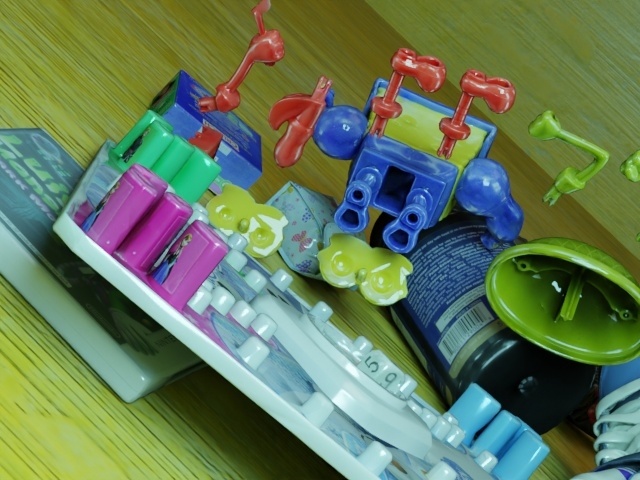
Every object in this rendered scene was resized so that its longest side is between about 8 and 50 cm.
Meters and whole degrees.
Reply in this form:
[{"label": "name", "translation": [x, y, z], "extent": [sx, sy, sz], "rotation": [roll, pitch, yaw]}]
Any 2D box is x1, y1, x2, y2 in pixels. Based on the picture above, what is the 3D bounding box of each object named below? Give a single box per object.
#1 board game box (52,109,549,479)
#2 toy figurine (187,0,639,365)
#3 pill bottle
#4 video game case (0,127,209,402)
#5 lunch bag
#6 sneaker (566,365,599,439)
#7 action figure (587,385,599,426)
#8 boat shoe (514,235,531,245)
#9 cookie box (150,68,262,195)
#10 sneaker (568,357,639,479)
[{"label": "board game box", "translation": [0.021, 0.072, 0.933], "extent": [0.390, 0.050, 0.390], "rotation": [40, 4, -9]}, {"label": "toy figurine", "translation": [0.103, -0.071, 1.176], "extent": [0.363, 0.191, 0.217], "rotation": [21, 27, 5]}, {"label": "pill bottle", "translation": [0.124, 0.053, 1.272], "extent": [0.123, 0.123, 0.219], "rotation": [31, 18, -40]}, {"label": "video game case", "translation": [-0.138, 0.006, 0.889], "extent": [0.190, 0.022, 0.173], "rotation": [44, 13, 7]}, {"label": "lunch bag", "translation": [0.000, 0.000, 1.238], "extent": [0.071, 0.053, 0.083], "rotation": [19, 36, -56]}, {"label": "sneaker", "translation": [0.227, 0.137, 1.414], "extent": [0.227, 0.087, 0.130], "rotation": [51, 28, -27]}, {"label": "action figure", "translation": [0.250, 0.180, 1.328], "extent": [0.038, 0.030, 0.115], "rotation": [17, 58, -52]}, {"label": "boat shoe", "translation": [0.229, 0.030, 1.734], "extent": [0.207, 0.073, 0.073], "rotation": [31, 29, -40]}, {"label": "cookie box", "translation": [-0.093, -0.085, 1.252], "extent": [0.092, 0.040, 0.107], "rotation": [40, 13, -15]}, {"label": "sneaker", "translation": [0.250, 0.167, 1.166], "extent": [0.236, 0.130, 0.322], "rotation": [29, 38, -45]}]
